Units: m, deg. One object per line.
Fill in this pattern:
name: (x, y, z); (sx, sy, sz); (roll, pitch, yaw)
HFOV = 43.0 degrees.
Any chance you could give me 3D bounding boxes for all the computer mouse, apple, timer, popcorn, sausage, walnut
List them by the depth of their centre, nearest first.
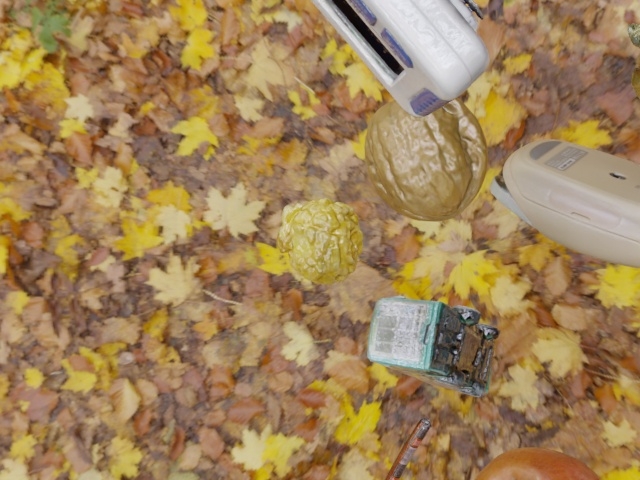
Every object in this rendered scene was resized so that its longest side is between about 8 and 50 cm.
timer: (0.049, -0.235, 0.755); (0.078, 0.178, 0.253); (-42, 95, -2)
computer mouse: (0.303, -0.036, 0.863); (0.237, 0.145, 0.081); (23, 124, 27)
apple: (0.389, 0.496, 1.452); (0.206, 0.272, 0.251); (29, 99, -31)
sausage: (0.156, 0.392, 1.476); (0.028, 0.025, 0.198); (24, 119, 3)
walnut: (0.206, -0.160, 1.572); (0.257, 0.224, 0.257); (5, 105, 21)
popcorn: (0.000, 0.000, 1.609); (0.180, 0.170, 0.180); (-6, 123, -9)

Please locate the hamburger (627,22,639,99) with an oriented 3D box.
hamburger: (0.396, -0.179, 0.820); (0.185, 0.159, 0.131); (33, 94, 21)

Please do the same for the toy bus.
toy bus: (0.141, 0.126, 0.945); (0.109, 0.262, 0.091); (6, 76, 24)
